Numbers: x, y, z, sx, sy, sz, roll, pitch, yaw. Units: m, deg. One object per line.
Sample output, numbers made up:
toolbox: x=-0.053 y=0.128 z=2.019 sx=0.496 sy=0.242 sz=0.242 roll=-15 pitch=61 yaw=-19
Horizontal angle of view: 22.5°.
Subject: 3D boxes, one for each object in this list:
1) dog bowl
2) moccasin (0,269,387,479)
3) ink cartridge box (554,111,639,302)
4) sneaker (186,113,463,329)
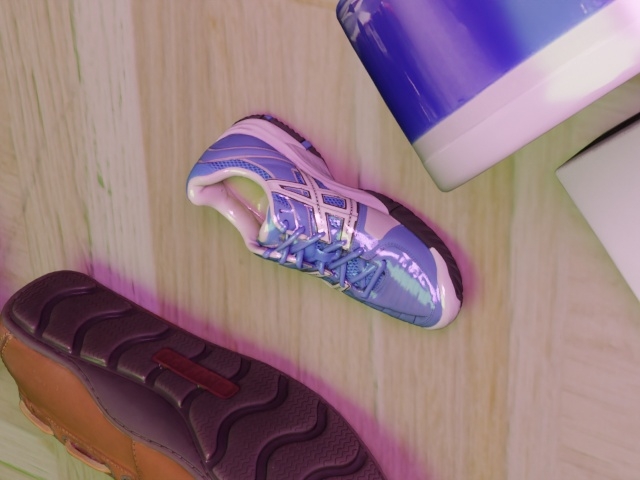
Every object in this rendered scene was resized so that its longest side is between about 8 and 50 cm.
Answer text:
dog bowl: x=0.142 y=-0.135 z=0.756 sx=0.265 sy=0.265 sz=0.104 roll=-33 pitch=88 yaw=46
moccasin: x=-0.097 y=0.165 z=1.224 sx=0.380 sy=0.139 sz=0.147 roll=24 pitch=134 yaw=24
ink cartridge box: x=0.287 y=0.002 z=0.846 sx=0.239 sy=0.060 sz=0.275 roll=57 pitch=142 yaw=-1
sneaker: x=0.000 y=0.000 z=1.084 sx=0.211 sy=0.081 sz=0.080 roll=33 pitch=130 yaw=18
